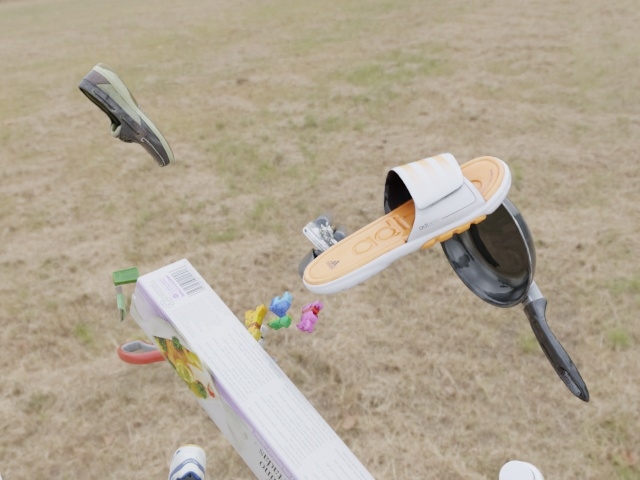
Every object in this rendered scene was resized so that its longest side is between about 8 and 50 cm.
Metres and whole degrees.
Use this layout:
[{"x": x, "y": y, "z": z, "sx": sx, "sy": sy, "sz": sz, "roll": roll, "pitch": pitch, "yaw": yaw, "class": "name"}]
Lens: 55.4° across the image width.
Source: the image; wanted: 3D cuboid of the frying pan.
[{"x": 0.263, "y": 0.036, "z": 0.812, "sx": 0.053, "sy": 0.197, "sz": 0.326, "roll": -25, "pitch": 46, "yaw": -20, "class": "frying pan"}]

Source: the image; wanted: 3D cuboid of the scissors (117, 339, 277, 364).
[{"x": -0.180, "y": 0.159, "z": 0.828, "sx": 0.109, "sy": 0.021, "sz": 0.297, "roll": -15, "pitch": 11, "yaw": -38, "class": "scissors"}]

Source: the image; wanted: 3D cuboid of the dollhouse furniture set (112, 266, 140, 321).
[{"x": -0.462, "y": 0.122, "z": 1.459, "sx": 0.058, "sy": 0.152, "sz": 0.076, "roll": -9, "pitch": 54, "yaw": -21, "class": "dollhouse furniture set"}]

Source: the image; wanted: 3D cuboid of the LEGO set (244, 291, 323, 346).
[{"x": -0.112, "y": 0.193, "z": 1.350, "sx": 0.227, "sy": 0.087, "sz": 0.093, "roll": -28, "pitch": 33, "yaw": 33, "class": "LEGO set"}]

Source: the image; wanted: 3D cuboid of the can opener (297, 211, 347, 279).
[{"x": 0.000, "y": 0.000, "z": 1.065, "sx": 0.074, "sy": 0.093, "sz": 0.280, "roll": 44, "pitch": 11, "yaw": -2, "class": "can opener"}]

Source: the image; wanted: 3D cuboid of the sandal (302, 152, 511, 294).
[{"x": 0.089, "y": -0.034, "z": 0.663, "sx": 0.265, "sy": 0.076, "sz": 0.102, "roll": -31, "pitch": 28, "yaw": -7, "class": "sandal"}]

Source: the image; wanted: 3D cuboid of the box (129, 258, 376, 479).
[{"x": -0.070, "y": 0.154, "z": 0.596, "sx": 0.324, "sy": 0.063, "sz": 0.067, "roll": 45, "pitch": 45, "yaw": 20, "class": "box"}]

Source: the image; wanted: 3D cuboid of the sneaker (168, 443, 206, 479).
[{"x": -0.344, "y": 0.665, "z": 1.508, "sx": 0.111, "sy": 0.297, "sz": 0.131, "roll": 3, "pitch": 10, "yaw": -11, "class": "sneaker"}]

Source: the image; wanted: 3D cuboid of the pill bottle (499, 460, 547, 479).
[{"x": 0.635, "y": 0.768, "z": 1.888, "sx": 0.136, "sy": 0.246, "sz": 0.136, "roll": -18, "pitch": 49, "yaw": 22, "class": "pill bottle"}]

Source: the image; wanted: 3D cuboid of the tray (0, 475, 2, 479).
[{"x": -0.618, "y": 0.565, "z": 1.111, "sx": 0.145, "sy": 0.030, "sz": 0.270, "roll": -35, "pitch": 64, "yaw": -1, "class": "tray"}]

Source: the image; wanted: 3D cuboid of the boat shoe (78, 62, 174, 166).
[{"x": -0.363, "y": -0.219, "z": 1.139, "sx": 0.073, "sy": 0.224, "sz": 0.080, "roll": -46, "pitch": 35, "yaw": -19, "class": "boat shoe"}]
